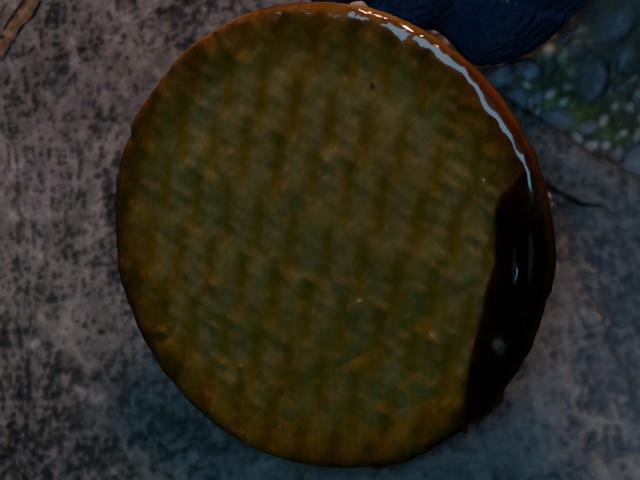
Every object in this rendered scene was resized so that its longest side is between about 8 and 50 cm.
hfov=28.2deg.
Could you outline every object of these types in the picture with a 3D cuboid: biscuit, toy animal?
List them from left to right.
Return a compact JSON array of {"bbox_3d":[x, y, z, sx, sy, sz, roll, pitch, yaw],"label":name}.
[{"bbox_3d":[0.000,0.000,0.855,0.317,0.040,0.318,4,101,22],"label":"biscuit"},{"bbox_3d":[0.080,-0.187,0.860,0.239,0.255,0.176,13,52,-16],"label":"toy animal"}]
